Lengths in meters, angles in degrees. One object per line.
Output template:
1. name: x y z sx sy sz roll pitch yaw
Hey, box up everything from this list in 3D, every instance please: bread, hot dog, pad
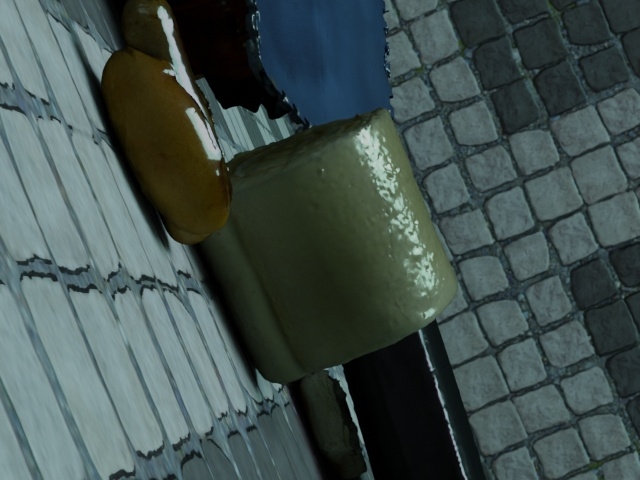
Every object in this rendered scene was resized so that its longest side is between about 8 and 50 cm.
1. bread: 0.000 0.000 1.248 0.134 0.148 0.141 -90 158 -74
2. hot dog: -0.087 -0.068 1.086 0.140 0.060 0.090 64 -2 7
3. bread: 0.011 0.144 1.469 0.083 0.035 0.070 67 4 -58
4. pad: 0.003 -0.175 1.398 0.269 0.012 0.270 47 35 -54

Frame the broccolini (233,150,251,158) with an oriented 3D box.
1. broccolini: -0.039 -0.023 1.704 0.254 0.057 0.071 -102 -148 -60

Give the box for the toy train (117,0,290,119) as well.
1. toy train: -0.092 -0.245 1.444 0.369 0.163 0.232 62 17 -48

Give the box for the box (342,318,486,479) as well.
1. box: 0.068 0.129 1.570 0.359 0.091 0.350 77 -3 -66
